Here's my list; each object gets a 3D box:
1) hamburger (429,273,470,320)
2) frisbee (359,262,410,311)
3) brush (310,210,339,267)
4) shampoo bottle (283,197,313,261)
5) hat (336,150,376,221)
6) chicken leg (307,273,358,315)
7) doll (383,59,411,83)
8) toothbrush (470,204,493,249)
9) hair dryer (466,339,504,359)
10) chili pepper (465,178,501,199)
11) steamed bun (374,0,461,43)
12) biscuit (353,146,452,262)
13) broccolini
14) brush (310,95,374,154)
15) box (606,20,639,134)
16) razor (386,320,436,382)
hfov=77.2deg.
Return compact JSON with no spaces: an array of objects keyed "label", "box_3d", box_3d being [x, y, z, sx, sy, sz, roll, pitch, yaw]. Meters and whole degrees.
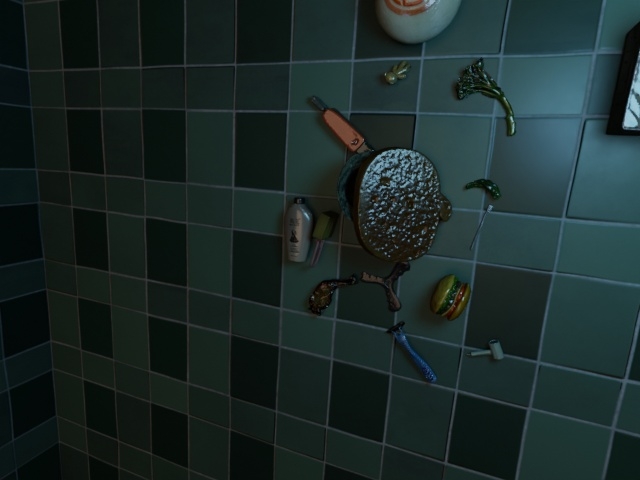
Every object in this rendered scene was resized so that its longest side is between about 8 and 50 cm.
[{"label":"hamburger","box_3d":[0.449,0.197,1.389,0.115,0.162,0.162,27,108,14]},{"label":"frisbee","box_3d":[0.240,0.165,1.544,0.188,0.012,0.210,10,104,21]},{"label":"brush","box_3d":[0.000,0.000,1.565,0.047,0.103,0.233,26,109,19]},{"label":"shampoo bottle","box_3d":[-0.088,-0.046,1.604,0.127,0.078,0.256,6,99,25]},{"label":"hat","box_3d":[0.134,-0.189,1.454,0.128,0.266,0.265,7,105,59]},{"label":"chicken leg","box_3d":[0.039,0.206,1.614,0.253,0.051,0.106,-41,89,22]},{"label":"doll","box_3d":[0.266,-0.577,1.380,0.093,0.051,0.061,-44,75,21]},{"label":"toothbrush","box_3d":[0.553,-0.044,1.381,0.014,0.011,0.167,21,106,12]},{"label":"hair dryer","box_3d":[0.585,0.397,1.438,0.124,0.038,0.063,-18,91,31]},{"label":"chili pepper","box_3d":[0.552,-0.179,1.345,0.118,0.035,0.055,23,91,13]},{"label":"steamed bun","box_3d":[0.301,-0.779,1.260,0.283,0.177,0.282,4,100,22]},{"label":"biscuit","box_3d":[0.283,-0.119,1.391,0.351,0.070,0.394,7,97,-9]},{"label":"broccolini","box_3d":[0.534,-0.443,1.299,0.123,0.062,0.271,-32,90,34]},{"label":"brush","box_3d":[0.074,-0.421,1.485,0.323,0.051,0.070,46,115,9]},{"label":"box","box_3d":[0.934,-0.431,1.062,0.225,0.190,0.296,9,104,20]},{"label":"razor","box_3d":[0.355,0.434,1.531,0.082,0.042,0.253,-38,85,22]}]
